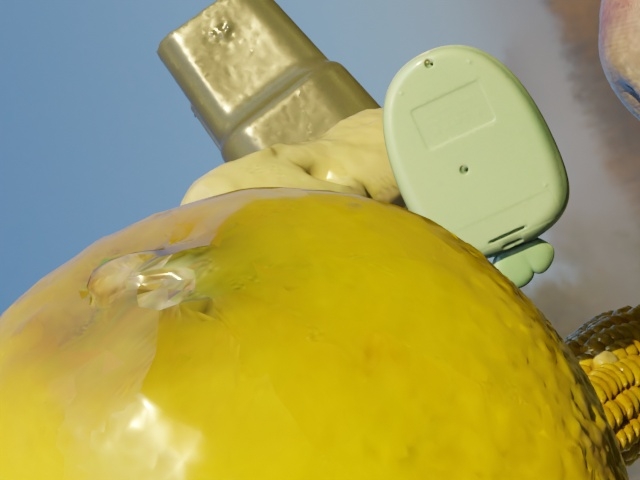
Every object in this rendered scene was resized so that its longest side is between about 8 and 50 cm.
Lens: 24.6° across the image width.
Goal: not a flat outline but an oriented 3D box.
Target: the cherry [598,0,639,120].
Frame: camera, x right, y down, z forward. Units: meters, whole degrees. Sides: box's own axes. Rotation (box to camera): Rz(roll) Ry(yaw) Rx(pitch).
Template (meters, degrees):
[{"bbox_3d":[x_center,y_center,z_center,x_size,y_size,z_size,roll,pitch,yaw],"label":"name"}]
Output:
[{"bbox_3d":[0.307,-0.164,1.061,0.266,0.213,0.183,40,-171,-22],"label":"cherry"}]

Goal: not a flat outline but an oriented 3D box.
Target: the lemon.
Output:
[{"bbox_3d":[-0.017,0.087,0.508,0.240,0.240,0.219,-89,-17,-50],"label":"lemon"}]

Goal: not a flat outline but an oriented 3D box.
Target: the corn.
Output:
[{"bbox_3d":[0.160,0.123,0.968,0.313,0.102,0.102,-26,-80,-46],"label":"corn"}]

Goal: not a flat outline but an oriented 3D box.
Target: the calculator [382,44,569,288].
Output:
[{"bbox_3d":[0.093,-0.041,0.865,0.021,0.095,0.153,-70,-45,-78],"label":"calculator"}]

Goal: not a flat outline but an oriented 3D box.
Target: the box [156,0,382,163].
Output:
[{"bbox_3d":[-0.031,-0.089,1.177,0.178,0.138,0.274,51,177,9],"label":"box"}]

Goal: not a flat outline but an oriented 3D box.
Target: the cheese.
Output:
[{"bbox_3d":[-0.001,-0.001,0.935,0.093,0.159,0.263,41,-144,22],"label":"cheese"}]
